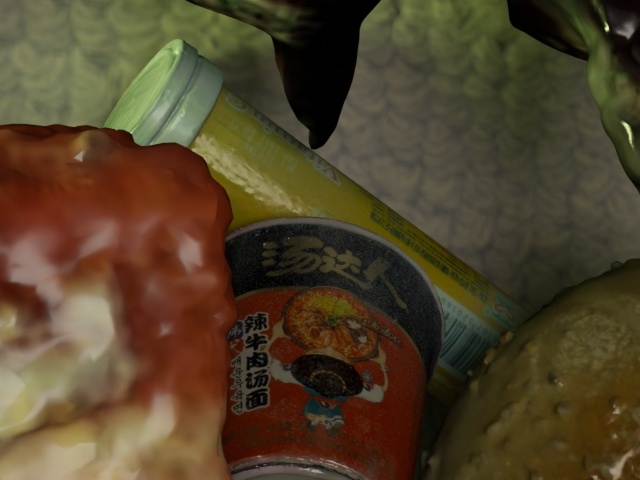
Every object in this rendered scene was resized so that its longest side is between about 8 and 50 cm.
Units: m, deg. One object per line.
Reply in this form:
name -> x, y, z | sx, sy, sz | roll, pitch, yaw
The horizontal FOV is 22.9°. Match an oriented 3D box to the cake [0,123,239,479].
cake -> -0.174, 0.128, 0.548 | 0.270, 0.270, 0.319 | -9, 92, -21

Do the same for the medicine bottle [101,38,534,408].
medicine bottle -> 0.000, 0.000, 0.728 | 0.218, 0.074, 0.074 | 36, 75, -18

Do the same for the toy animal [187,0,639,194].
toy animal -> 0.057, -0.144, 0.657 | 0.344, 0.194, 0.302 | 4, 64, -16

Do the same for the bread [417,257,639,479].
bread -> 0.177, 0.156, 0.713 | 0.306, 0.159, 0.305 | -7, 106, -27

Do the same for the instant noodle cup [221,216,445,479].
instant noodle cup -> -0.009, 0.077, 0.658 | 0.127, 0.135, 0.127 | 2, 125, 2
